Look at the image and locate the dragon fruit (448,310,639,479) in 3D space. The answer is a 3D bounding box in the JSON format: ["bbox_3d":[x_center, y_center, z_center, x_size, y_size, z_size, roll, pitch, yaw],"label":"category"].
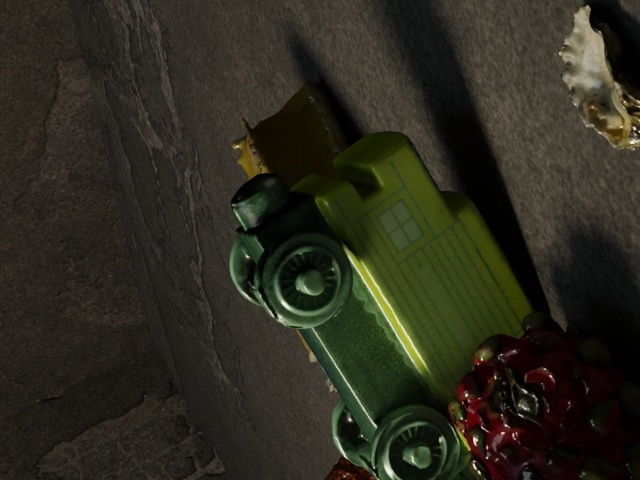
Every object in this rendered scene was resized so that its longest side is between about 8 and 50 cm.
[{"bbox_3d":[0.252,0.206,1.471,0.273,0.218,0.198,50,-156,-6],"label":"dragon fruit"}]

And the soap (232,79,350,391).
[{"bbox_3d":[0.000,0.000,2.005,0.304,0.169,0.338,95,154,-58],"label":"soap"}]

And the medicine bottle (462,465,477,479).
[{"bbox_3d":[0.143,0.361,1.788,0.158,0.318,0.158,55,160,31],"label":"medicine bottle"}]

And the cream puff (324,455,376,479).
[{"bbox_3d":[0.098,0.498,2.305,0.350,0.229,0.350,58,161,33],"label":"cream puff"}]

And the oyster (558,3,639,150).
[{"bbox_3d":[0.244,-0.139,1.236,0.121,0.045,0.146,68,171,-20],"label":"oyster"}]

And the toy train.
[{"bbox_3d":[0.089,0.083,1.606,0.442,0.272,0.179,58,167,-15],"label":"toy train"}]
